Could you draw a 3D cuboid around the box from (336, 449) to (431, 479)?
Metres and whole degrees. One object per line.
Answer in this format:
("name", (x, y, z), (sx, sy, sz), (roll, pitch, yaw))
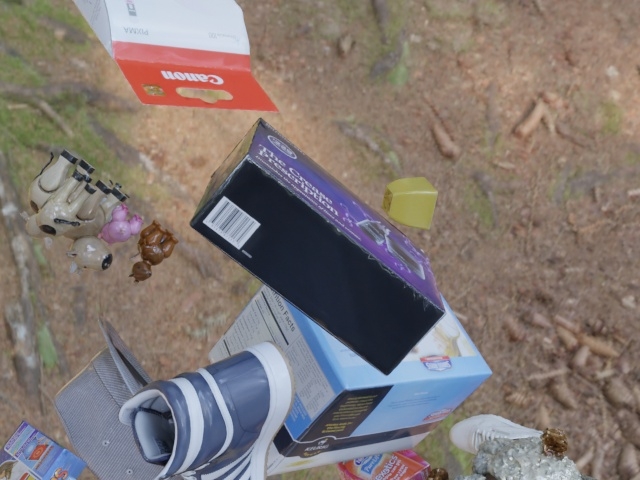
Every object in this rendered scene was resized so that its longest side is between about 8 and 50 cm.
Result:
("box", (0.132, 0.488, 1.599), (0.122, 0.257, 0.128), (-30, 35, -23))

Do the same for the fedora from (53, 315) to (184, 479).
("fedora", (-0.265, 0.249, 1.194), (0.124, 0.243, 0.275), (-37, 104, -9))

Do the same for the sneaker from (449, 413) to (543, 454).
("sneaker", (0.374, 0.419, 1.846), (0.235, 0.090, 0.094), (2, 0, 30))

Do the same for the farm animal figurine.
("farm animal figurine", (-0.448, -0.035, 1.648), (0.172, 0.330, 0.326), (-50, 55, -1))

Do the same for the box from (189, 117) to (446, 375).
("box", (0.000, 0.000, 0.964), (0.261, 0.103, 0.184), (38, 13, -12))

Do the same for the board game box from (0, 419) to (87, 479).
("board game box", (-0.347, 0.297, 0.940), (0.136, 0.035, 0.201), (7, 56, 53))

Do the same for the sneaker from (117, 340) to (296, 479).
("sneaker", (-0.131, 0.225, 0.916), (0.153, 0.282, 0.099), (-15, 49, -35))

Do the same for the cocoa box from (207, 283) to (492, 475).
("cocoa box", (0.048, 0.194, 1.393), (0.347, 0.228, 0.231), (3, 46, -44))

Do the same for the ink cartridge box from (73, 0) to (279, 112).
("ink cartridge box", (-0.163, -0.242, 1.020), (0.189, 0.066, 0.232), (-4, 42, -40))

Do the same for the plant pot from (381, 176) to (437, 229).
("plant pot", (0.165, -0.074, 1.692), (0.083, 0.081, 0.081), (3, 24, -16))

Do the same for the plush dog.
("plush dog", (0.285, 0.405, 1.357), (0.225, 0.211, 0.262), (-29, 49, -18))
